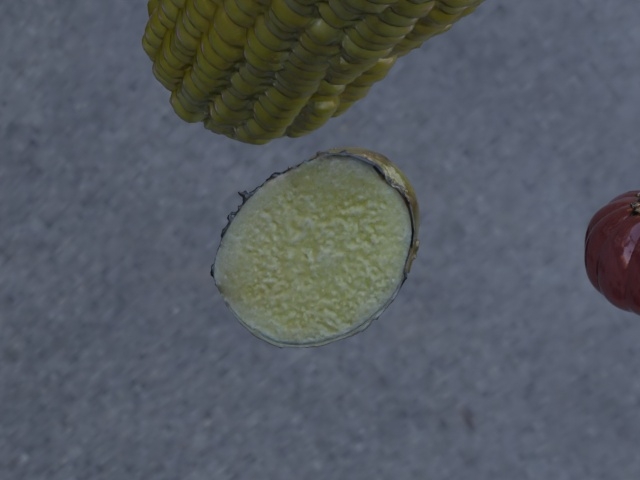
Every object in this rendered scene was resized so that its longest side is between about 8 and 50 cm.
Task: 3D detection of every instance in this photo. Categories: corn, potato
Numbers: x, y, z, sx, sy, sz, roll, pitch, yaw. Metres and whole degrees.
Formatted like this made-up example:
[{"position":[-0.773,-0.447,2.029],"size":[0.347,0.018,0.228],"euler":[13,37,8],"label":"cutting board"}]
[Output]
[{"position":[0.007,-0.093,0.562],"size":[0.086,0.288,0.087],"euler":[4,78,-20],"label":"corn"},{"position":[0.000,0.000,1.606],"size":[0.164,0.200,0.081],"euler":[45,18,-3],"label":"potato"}]

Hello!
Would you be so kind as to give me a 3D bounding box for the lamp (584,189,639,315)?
[{"position":[0.230,0.007,1.217],"size":[0.107,0.092,0.107],"euler":[-2,29,1],"label":"lamp"}]
